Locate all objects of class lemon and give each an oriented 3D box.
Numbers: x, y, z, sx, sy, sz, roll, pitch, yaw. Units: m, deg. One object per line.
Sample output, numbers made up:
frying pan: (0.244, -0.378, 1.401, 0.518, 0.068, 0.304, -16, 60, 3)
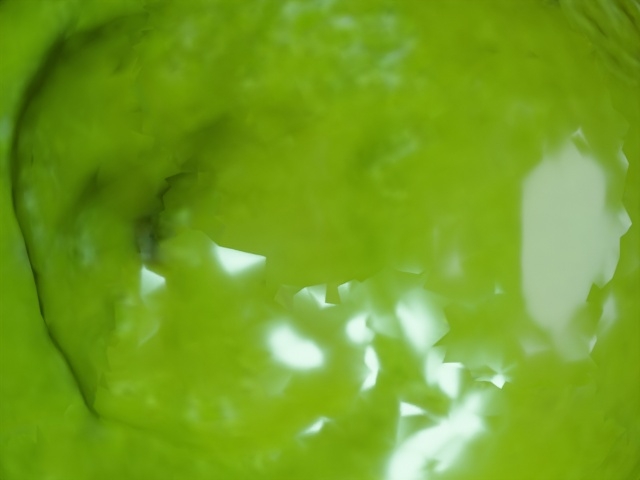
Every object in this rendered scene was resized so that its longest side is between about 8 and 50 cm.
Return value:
lemon: (0.000, 0.000, 0.554, 0.348, 0.348, 0.347, 5, 84, -61)
